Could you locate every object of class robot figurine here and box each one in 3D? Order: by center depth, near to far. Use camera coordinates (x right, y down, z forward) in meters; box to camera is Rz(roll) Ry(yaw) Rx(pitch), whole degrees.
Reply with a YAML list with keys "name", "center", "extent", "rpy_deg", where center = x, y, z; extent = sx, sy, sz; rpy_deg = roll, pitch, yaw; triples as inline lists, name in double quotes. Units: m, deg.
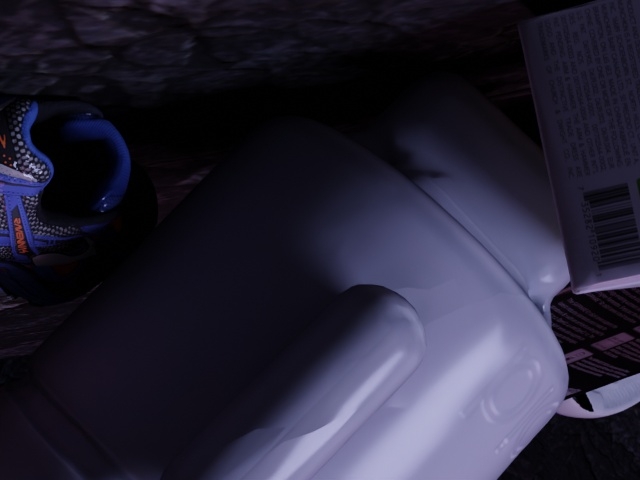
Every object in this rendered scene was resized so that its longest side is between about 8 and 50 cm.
- name: "robot figurine"
  center: [-0.026, 0.083, 0.664]
  extent: [0.353, 0.200, 0.300]
  rpy_deg: [-46, 176, -8]

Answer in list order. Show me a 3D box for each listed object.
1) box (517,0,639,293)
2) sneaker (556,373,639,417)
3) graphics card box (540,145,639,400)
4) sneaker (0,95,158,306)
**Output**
- name: "box"
  center: [0.168, -0.041, 0.614]
  extent: [0.103, 0.114, 0.203]
  rpy_deg: [-13, 174, 21]
- name: "sneaker"
  center: [0.187, 0.065, 1.252]
  extent: [0.236, 0.130, 0.323]
  rpy_deg: [-16, -160, 38]
- name: "graphics card box"
  center: [0.139, 0.033, 0.879]
  extent: [0.371, 0.094, 0.233]
  rpy_deg: [-26, 155, 24]
- name: "sneaker"
  center: [-0.116, -0.019, 0.623]
  extent: [0.087, 0.083, 0.221]
  rpy_deg: [-18, 176, 14]
